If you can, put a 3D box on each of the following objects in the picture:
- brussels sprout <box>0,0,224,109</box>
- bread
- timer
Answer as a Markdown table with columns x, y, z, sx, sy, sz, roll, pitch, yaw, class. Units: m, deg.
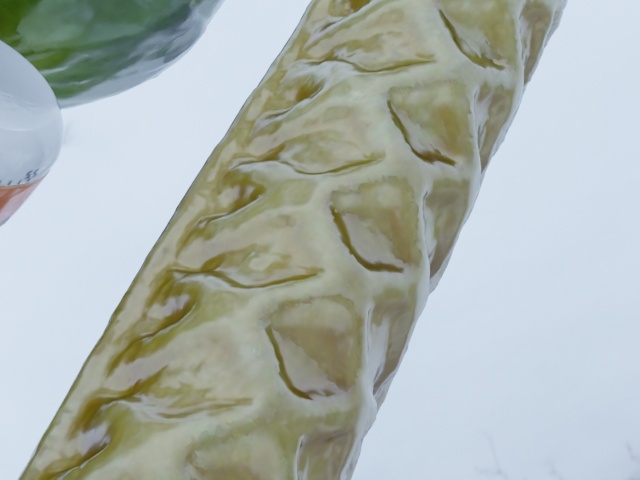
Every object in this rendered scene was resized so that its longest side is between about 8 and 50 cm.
| x | y | z | sx | sy | sz | roll | pitch | yaw | class |
| --- | --- | --- | --- | --- | --- | --- | --- | --- | --- |
| -0.171 | -0.177 | 0.905 | 0.271 | 0.210 | 0.219 | -20 | -174 | -14 | brussels sprout |
| 0.000 | 0.001 | 0.439 | 0.084 | 0.368 | 0.077 | -7 | 128 | 36 | bread |
| -0.201 | -0.044 | 0.775 | 0.136 | 0.099 | 0.136 | -5 | 128 | -6 | timer |
